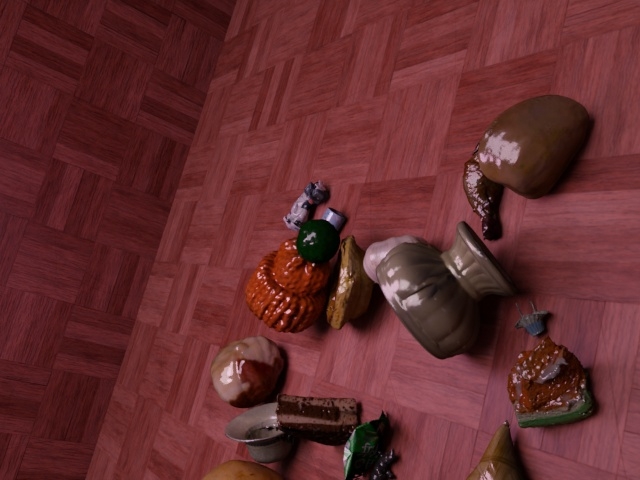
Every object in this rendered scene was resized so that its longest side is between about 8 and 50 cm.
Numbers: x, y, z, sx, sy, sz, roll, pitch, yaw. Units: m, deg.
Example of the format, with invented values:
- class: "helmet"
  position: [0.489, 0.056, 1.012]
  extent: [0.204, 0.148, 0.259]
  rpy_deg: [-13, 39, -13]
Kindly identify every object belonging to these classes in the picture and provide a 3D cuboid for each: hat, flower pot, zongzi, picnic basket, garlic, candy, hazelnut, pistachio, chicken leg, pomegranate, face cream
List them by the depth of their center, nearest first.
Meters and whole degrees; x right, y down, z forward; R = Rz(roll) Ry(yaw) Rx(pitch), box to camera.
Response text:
- class: "zongzi"
  position: [0.402, 0.499, 1.300]
  extent: [0.194, 0.099, 0.197]
  rpy_deg: [25, 85, 56]
- class: "picnic basket"
  position: [0.475, 0.173, 1.408]
  extent: [0.083, 0.065, 0.083]
  rpy_deg: [-46, 61, 44]
- class: "pistachio"
  position: [0.501, -0.235, 1.475]
  extent: [0.260, 0.213, 0.163]
  rpy_deg: [-55, 16, 5]
- class: "flower pot"
  position: [0.310, 0.105, 1.496]
  extent: [0.244, 0.307, 0.307]
  rpy_deg: [-37, 43, 16]
- class: "chicken leg"
  position: [0.458, -0.165, 1.609]
  extent: [0.177, 0.083, 0.322]
  rpy_deg: [36, 99, 37]
- class: "candy"
  position: [0.113, 0.544, 1.641]
  extent: [0.078, 0.141, 0.203]
  rpy_deg: [23, 88, 38]
- class: "garlic"
  position: [0.220, 0.103, 1.720]
  extent: [0.199, 0.199, 0.226]
  rpy_deg: [-18, 83, 49]
- class: "pomegranate"
  position: [-0.228, 0.786, 1.833]
  extent: [0.307, 0.307, 0.307]
  rpy_deg: [-31, 49, 42]
- class: "hat"
  position: [-0.161, 0.619, 1.952]
  extent: [0.257, 0.257, 0.130]
  rpy_deg: [1, 105, 54]
- class: "hat"
  position: [-0.085, 0.077, 1.964]
  extent: [0.285, 0.285, 0.400]
  rpy_deg: [-118, 36, -49]
- class: "hazelnut"
  position: [-0.253, 0.453, 2.140]
  extent: [0.261, 0.241, 0.261]
  rpy_deg: [-20, 38, 16]
- class: "face cream"
  position: [0.000, 0.000, 2.147]
  extent: [0.229, 0.075, 0.075]
  rpy_deg: [-60, 35, 13]

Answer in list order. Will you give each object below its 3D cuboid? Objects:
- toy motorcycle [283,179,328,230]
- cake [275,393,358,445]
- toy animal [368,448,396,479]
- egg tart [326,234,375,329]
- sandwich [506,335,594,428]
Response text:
- class: "toy motorcycle"
  position: [-0.058, -0.116, 2.274]
  extent: [0.221, 0.102, 0.150]
  rpy_deg: [-49, 26, 26]
- class: "cake"
  position: [-0.026, 0.511, 1.763]
  extent: [0.135, 0.246, 0.112]
  rpy_deg: [123, 149, -50]
- class: "toy animal"
  position: [0.160, 0.598, 1.617]
  extent: [0.065, 0.047, 0.136]
  rpy_deg: [36, 107, 64]
- class: "egg tart"
  position: [0.092, 0.129, 1.874]
  extent: [0.290, 0.115, 0.290]
  rpy_deg: [-169, 90, -86]
- class: "sandwich"
  position: [0.451, 0.301, 1.283]
  extent: [0.185, 0.160, 0.109]
  rpy_deg: [-33, 27, 30]
